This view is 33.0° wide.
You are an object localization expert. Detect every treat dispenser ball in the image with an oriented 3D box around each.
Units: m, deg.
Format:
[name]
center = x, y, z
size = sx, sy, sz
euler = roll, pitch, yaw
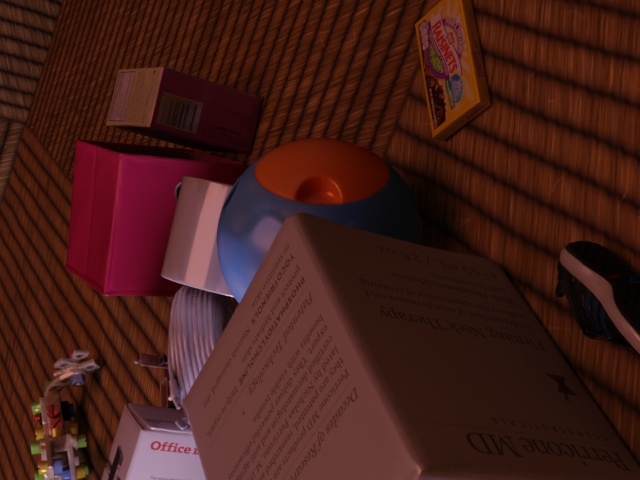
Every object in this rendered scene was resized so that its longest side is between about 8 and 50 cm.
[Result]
[treat dispenser ball]
center = 0.000, 0.000, 1.510
size = 0.288, 0.288, 0.288
euler = -28, 56, 52

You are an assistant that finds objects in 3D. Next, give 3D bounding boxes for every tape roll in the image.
[tape roll]
center = -0.122, 0.001, 1.750
size = 0.246, 0.246, 0.169
euler = 12, 90, 59

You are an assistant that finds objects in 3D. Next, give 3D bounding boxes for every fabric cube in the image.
[fabric cube]
center = -0.318, -0.043, 2.044
size = 0.259, 0.254, 0.258
euler = 19, 103, 58

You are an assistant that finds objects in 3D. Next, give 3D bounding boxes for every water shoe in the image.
[water shoe]
center = 0.327, 0.081, 1.184
size = 0.203, 0.073, 0.080
euler = -117, 27, -52

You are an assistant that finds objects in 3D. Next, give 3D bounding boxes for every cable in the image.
[cable]
center = -0.187, 0.196, 1.813
size = 0.257, 0.089, 0.257
euler = 61, -159, -74

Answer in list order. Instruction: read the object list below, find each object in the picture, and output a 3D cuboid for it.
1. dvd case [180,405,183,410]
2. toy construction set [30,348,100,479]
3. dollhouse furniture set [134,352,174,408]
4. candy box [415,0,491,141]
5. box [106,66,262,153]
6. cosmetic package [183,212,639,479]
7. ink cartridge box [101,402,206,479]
[dvd case]
center = -0.239, 0.316, 2.046
size = 0.087, 0.013, 0.119
euler = 21, 98, 59
[toy construction set]
center = -0.588, 0.409, 2.443
size = 0.215, 0.151, 0.327
euler = 105, 168, -56
[dollhouse furniture set]
center = -0.320, 0.270, 2.126
size = 0.091, 0.081, 0.114
euler = -40, 47, 45
[candy box]
center = 0.188, -0.255, 1.553
size = 0.105, 0.027, 0.206
euler = -35, 51, 44
[box]
center = -0.270, -0.252, 2.108
size = 0.243, 0.214, 0.117
euler = 13, 90, 59
[cosmetic package]
center = 0.087, 0.234, 1.246
size = 0.327, 0.329, 0.393
euler = -59, 36, 27
[ink cartridge box]
center = -0.273, 0.434, 1.879
size = 0.114, 0.197, 0.272
euler = 34, 108, 57
